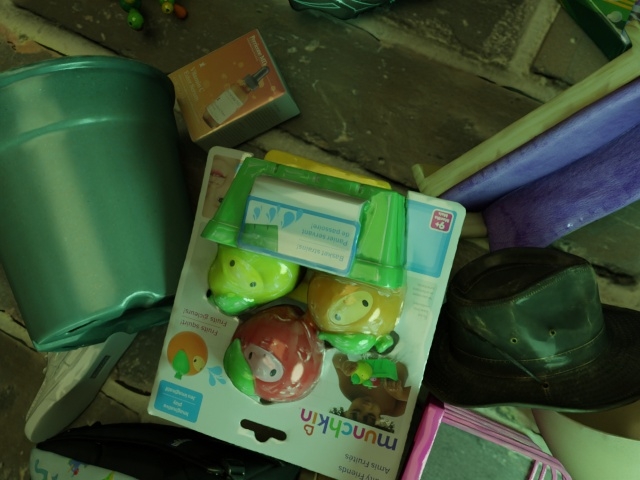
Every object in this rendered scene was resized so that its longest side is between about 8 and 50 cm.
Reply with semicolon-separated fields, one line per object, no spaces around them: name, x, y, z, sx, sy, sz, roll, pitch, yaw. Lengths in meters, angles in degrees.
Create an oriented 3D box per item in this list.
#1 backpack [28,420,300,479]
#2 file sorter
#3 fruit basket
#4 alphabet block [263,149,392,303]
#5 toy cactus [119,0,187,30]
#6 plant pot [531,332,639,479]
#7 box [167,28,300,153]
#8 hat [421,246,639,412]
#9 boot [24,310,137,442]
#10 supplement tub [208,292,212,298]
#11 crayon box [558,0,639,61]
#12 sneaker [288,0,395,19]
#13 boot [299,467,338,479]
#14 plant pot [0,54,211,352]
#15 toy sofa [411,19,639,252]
backpack;-0.252;0.367;0.940;0.356;0.290;0.273;16;93;22
file sorter;0.188;0.324;0.840;0.182;0.291;0.202;21;85;12
fruit basket;-0.030;0.087;0.791;0.327;0.165;0.352;15;86;14
alphabet block;0.000;0.000;0.985;0.193;0.197;0.193;17;84;15
toy cactus;-0.321;-0.472;1.205;0.181;0.112;0.218;4;83;32
plant pot;0.409;0.239;0.841;0.284;0.284;0.190;-6;112;11
box;-0.143;-0.240;1.100;0.171;0.091;0.130;-27;76;7
hat;0.264;0.083;0.857;0.332;0.331;0.133;-5;110;11
boot;-0.420;0.196;1.106;0.123;0.095;0.258;34;80;22
supplement tub;-0.169;0.059;1.077;0.071;0.071;0.107;3;81;13
crayon box;0.445;-0.460;1.031;0.203;0.083;0.322;-35;74;4
sneaker;0.070;-0.428;1.107;0.268;0.106;0.101;2;49;-6
boot;0.002;0.488;0.950;0.115;0.112;0.305;10;80;3
plant pot;-0.329;-0.034;0.976;0.341;0.341;0.333;-22;80;8
toy sofa;0.315;-0.101;0.875;0.363;0.150;0.177;-32;69;39
